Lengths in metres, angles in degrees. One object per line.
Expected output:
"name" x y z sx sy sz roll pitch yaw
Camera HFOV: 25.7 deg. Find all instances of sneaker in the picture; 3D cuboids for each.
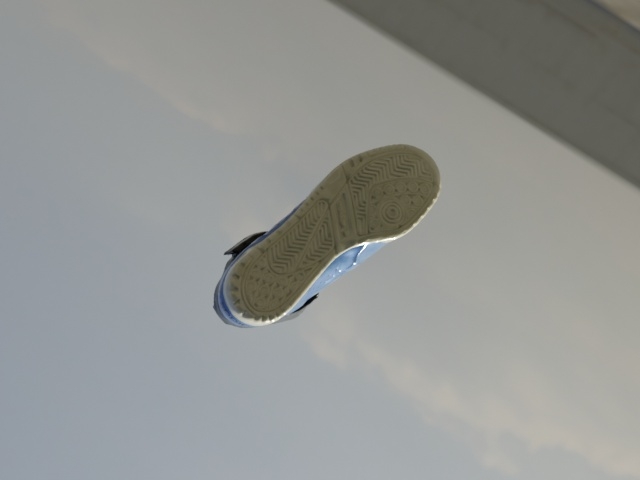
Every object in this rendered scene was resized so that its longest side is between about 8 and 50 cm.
"sneaker" -0.001 -0.001 0.832 0.058 0.152 0.084 51 163 -4
